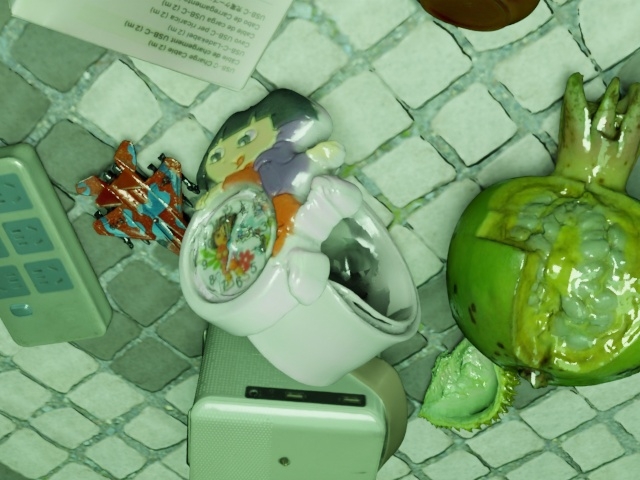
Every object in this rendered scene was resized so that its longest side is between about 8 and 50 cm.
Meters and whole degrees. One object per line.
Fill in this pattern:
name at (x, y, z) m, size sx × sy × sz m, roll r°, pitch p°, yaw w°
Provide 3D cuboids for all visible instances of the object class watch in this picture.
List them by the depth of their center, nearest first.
watch at (0.000, 0.000, 0.784) m, size 0.196 × 0.244 × 0.231 m, roll -37°, pitch 139°, yaw 26°

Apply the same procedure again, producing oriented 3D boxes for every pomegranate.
pomegranate at (0.243, -0.006, 0.777) m, size 0.236 × 0.236 × 0.302 m, roll 12°, pitch 91°, yaw -8°

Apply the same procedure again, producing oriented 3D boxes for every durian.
durian at (0.189, 0.161, 0.958) m, size 0.100 × 0.086 × 0.215 m, roll 24°, pitch 125°, yaw 1°

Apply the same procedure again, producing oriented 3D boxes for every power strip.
power strip at (-0.323, 0.014, 0.877) m, size 0.118 × 0.046 × 0.270 m, roll -10°, pitch 125°, yaw 7°

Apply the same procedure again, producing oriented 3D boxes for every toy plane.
toy plane at (-0.160, -0.019, 0.844) m, size 0.130 × 0.061 × 0.189 m, roll -37°, pitch 121°, yaw 22°

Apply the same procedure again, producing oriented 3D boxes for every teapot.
teapot at (0.129, -0.233, 0.688) m, size 0.129 × 0.078 × 0.098 m, roll 17°, pitch 165°, yaw 5°

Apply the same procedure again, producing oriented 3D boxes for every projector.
projector at (-0.024, 0.184, 0.912) m, size 0.242 × 0.177 × 0.163 m, roll 5°, pitch 127°, yaw -1°

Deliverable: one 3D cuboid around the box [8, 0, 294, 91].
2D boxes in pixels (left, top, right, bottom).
box at (-0.100, -0.260, 0.610) m, size 0.203 × 0.106 × 0.252 m, roll 11°, pitch 127°, yaw -36°
